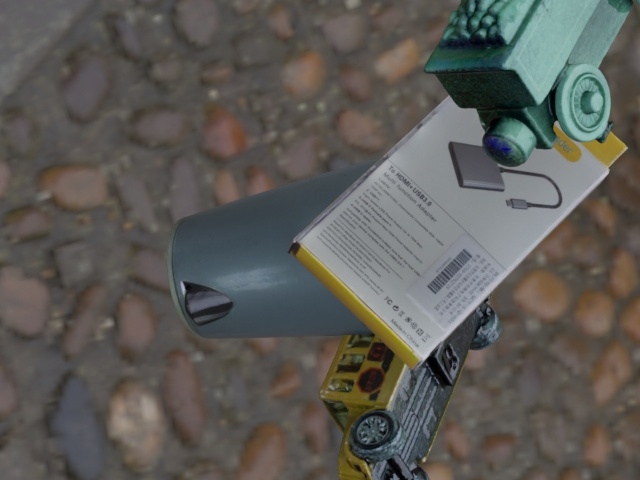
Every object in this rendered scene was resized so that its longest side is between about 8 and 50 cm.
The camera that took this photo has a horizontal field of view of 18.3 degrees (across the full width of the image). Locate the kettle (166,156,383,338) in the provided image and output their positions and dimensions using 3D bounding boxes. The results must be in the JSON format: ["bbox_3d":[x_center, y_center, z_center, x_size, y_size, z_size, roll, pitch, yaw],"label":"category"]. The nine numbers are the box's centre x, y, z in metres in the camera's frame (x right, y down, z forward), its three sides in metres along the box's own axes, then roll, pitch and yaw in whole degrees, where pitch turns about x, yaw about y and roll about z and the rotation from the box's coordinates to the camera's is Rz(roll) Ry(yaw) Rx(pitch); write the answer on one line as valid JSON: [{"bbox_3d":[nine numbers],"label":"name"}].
[{"bbox_3d":[0.000,0.000,1.778,0.210,0.243,0.160,-66,142,-55],"label":"kettle"}]

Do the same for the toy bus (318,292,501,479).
[{"bbox_3d":[0.090,0.112,2.028,0.335,0.123,0.121,-65,145,-29],"label":"toy bus"}]

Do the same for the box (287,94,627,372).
[{"bbox_3d":[0.105,-0.028,1.464,0.129,0.033,0.247,44,66,8],"label":"box"}]

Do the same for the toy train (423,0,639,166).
[{"bbox_3d":[0.120,-0.119,1.009,0.099,0.070,0.172,51,57,-34],"label":"toy train"}]
